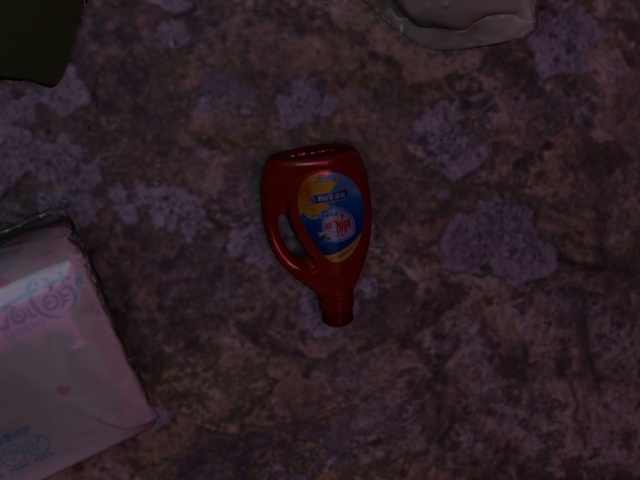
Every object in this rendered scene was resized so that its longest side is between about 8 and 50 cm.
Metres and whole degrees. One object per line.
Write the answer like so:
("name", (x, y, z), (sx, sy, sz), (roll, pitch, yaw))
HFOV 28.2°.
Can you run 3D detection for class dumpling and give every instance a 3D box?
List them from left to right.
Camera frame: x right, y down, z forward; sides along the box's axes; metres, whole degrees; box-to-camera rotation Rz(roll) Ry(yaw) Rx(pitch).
("dumpling", (0.106, -0.225, 1.075), (0.199, 0.118, 0.136), (17, 117, 8))

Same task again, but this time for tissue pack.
("tissue pack", (-0.293, 0.116, 1.048), (0.271, 0.124, 0.201), (-24, 113, -9))

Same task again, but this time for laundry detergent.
("laundry detergent", (0.000, 0.000, 1.136), (0.097, 0.049, 0.165), (-9, 108, -6))

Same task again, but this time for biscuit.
("biscuit", (-0.330, -0.187, 0.952), (0.322, 0.038, 0.099), (9, 100, -36))
